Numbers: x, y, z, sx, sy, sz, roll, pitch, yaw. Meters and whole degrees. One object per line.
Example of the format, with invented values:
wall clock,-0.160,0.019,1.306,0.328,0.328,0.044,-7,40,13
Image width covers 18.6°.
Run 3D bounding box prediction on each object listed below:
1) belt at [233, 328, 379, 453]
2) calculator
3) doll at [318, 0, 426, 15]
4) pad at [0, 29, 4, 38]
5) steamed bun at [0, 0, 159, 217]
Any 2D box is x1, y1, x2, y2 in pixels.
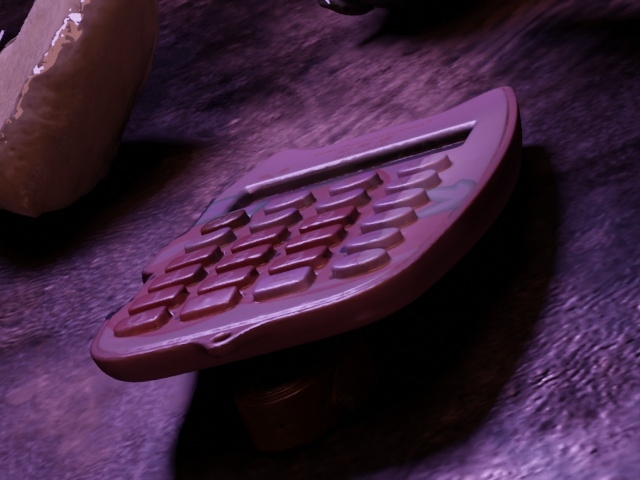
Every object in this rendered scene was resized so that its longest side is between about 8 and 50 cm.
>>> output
belt,-0.006,0.070,0.978,0.059,0.036,0.083,-2,31,42
calculator,0.000,0.000,1.077,0.220,0.048,0.329,-14,15,23
doll,0.108,-0.321,1.532,0.247,0.247,0.349,4,42,51
pad,-0.306,-0.078,1.563,0.156,0.004,0.232,-55,13,20
steamed bun,-0.193,-0.104,1.466,0.212,0.110,0.231,-16,48,65
